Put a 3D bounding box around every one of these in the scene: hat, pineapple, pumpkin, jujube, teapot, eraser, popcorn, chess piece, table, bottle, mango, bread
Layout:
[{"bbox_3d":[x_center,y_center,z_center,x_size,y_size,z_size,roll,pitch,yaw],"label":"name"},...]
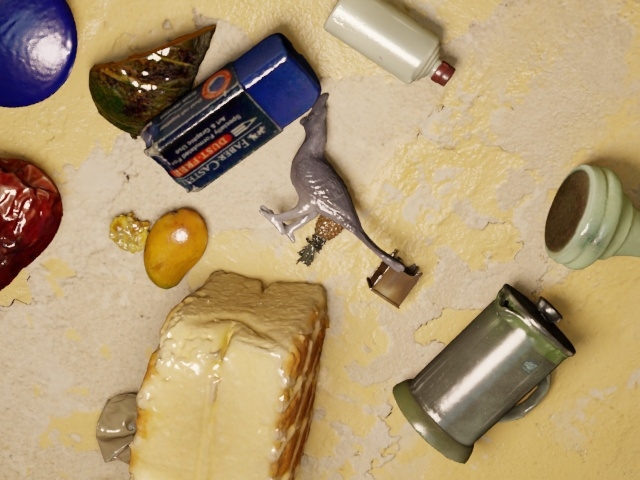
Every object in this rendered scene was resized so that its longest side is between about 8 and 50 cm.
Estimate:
[{"bbox_3d":[-0.356,0.392,1.999,0.166,0.144,0.173,-48,141,16],"label":"hat"},{"bbox_3d":[0.000,0.000,1.855,0.058,0.058,0.124,30,108,-4],"label":"pineapple"},{"bbox_3d":[-0.301,-0.276,1.775,0.279,0.111,0.163,-18,108,8],"label":"pumpkin"},{"bbox_3d":[-0.640,-0.005,1.829,0.216,0.216,0.342,37,107,-6],"label":"jujube"},{"bbox_3d":[0.342,0.257,1.843,0.270,0.200,0.337,35,105,-32],"label":"teapot"},{"bbox_3d":[-0.161,-0.228,1.757,0.332,0.101,0.155,-33,134,13],"label":"eraser"},{"bbox_3d":[-0.373,-0.015,1.879,0.083,0.057,0.082,-22,104,7],"label":"popcorn"},{"bbox_3d":[0.583,-0.008,1.751,0.299,0.194,0.194,18,107,-10],"label":"chess piece"},{"bbox_3d":[0.143,0.071,1.850,0.070,0.083,0.082,34,99,-9],"label":"table"},{"bbox_3d":[0.132,-0.358,1.717,0.245,0.104,0.104,33,106,-5],"label":"bottle"},{"bbox_3d":[-0.288,0.012,1.866,0.115,0.089,0.165,38,106,-18],"label":"mango"},{"bbox_3d":[-0.152,0.284,1.788,0.280,0.390,0.370,13,108,9],"label":"bread"}]

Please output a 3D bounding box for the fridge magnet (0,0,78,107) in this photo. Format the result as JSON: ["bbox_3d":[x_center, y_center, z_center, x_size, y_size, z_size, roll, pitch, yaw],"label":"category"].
[{"bbox_3d":[-0.577,-0.377,1.763,0.266,0.112,0.265,1,105,5],"label":"fridge magnet"}]

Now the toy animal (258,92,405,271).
[{"bbox_3d":[-0.006,-0.072,1.784,0.206,0.081,0.366,-25,81,10],"label":"toy animal"}]
